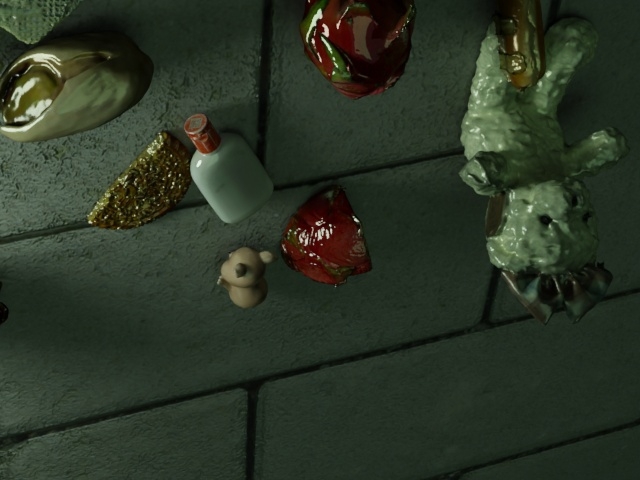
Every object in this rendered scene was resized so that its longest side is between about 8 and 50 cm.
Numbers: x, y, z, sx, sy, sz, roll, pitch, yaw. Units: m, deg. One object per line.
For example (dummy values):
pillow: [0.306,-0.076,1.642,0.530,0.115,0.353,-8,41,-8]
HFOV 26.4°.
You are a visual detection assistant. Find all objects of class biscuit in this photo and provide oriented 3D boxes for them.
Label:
biscuit: [-0.273,-0.082,2.186,0.126,0.025,0.206,25,118,-42]
biscuit: [-0.451,-0.300,1.845,0.250,0.046,0.147,-39,128,10]

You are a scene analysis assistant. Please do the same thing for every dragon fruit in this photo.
dragon fruit: [0.001,0.001,2.344,0.161,0.120,0.127,-25,133,5]
dragon fruit: [0.064,-0.337,2.009,0.200,0.198,0.269,-23,128,-54]

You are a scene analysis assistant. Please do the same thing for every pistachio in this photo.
pistachio: [-0.351,-0.216,1.927,0.238,0.138,0.153,-19,157,-5]

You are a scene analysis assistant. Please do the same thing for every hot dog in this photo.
hot dog: [0.301,-0.359,2.100,0.072,0.109,0.269,-10,104,-3]

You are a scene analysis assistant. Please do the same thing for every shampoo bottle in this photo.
shampoo bottle: [-0.155,-0.119,2.184,0.108,0.051,0.221,-37,139,-5]

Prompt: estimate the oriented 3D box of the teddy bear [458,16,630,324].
teddy bear: [0.385,-0.117,2.239,0.327,0.362,0.375,-3,135,-26]

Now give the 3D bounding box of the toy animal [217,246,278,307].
toy animal: [-0.125,0.065,2.370,0.089,0.083,0.150,18,148,14]

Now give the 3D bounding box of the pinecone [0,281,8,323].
pinecone: [-0.598,0.143,2.115,0.221,0.221,0.221,-14,137,-14]
